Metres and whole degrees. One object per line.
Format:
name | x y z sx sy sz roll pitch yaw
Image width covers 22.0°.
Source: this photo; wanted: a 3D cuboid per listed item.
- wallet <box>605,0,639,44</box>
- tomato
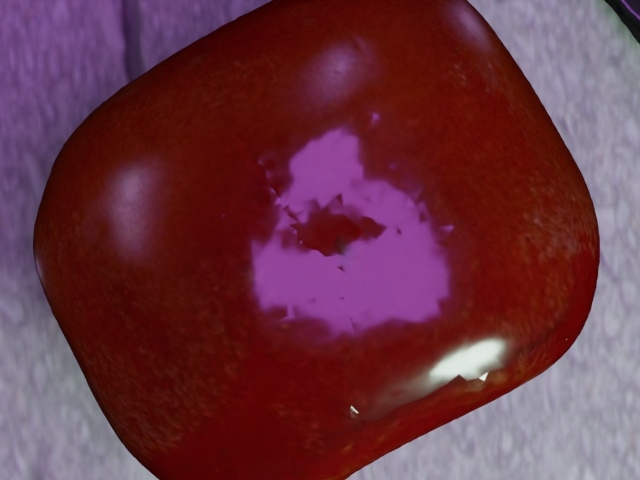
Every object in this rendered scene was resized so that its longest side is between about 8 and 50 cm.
wallet | 0.204 -0.305 1.163 0.197 0.051 0.377 -43 101 -12
tomato | 0.000 0.000 0.986 0.325 0.290 0.293 -22 99 -7
